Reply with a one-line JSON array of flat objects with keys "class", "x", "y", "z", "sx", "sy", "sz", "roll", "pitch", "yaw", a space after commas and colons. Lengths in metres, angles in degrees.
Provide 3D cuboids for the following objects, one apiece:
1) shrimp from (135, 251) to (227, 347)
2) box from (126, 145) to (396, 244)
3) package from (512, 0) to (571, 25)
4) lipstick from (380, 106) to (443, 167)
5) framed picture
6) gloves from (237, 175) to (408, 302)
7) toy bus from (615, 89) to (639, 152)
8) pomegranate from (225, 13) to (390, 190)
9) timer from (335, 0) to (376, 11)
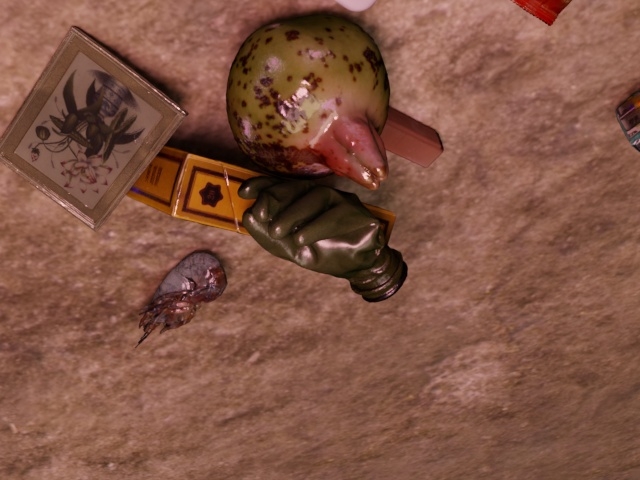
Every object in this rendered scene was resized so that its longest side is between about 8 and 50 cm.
[{"class": "shrimp", "x": -0.219, "y": 0.097, "z": 1.602, "sx": 0.233, "sy": 0.079, "sz": 0.090, "roll": -44, "pitch": 168, "yaw": 33}, {"class": "box", "x": -0.080, "y": -0.047, "z": 1.390, "sx": 0.301, "sy": 0.193, "sz": 0.084, "roll": 15, "pitch": 91, "yaw": -29}, {"class": "package", "x": 0.323, "y": -0.352, "z": 1.295, "sx": 0.083, "sy": 0.022, "sz": 0.200, "roll": 21, "pitch": 127, "yaw": -34}, {"class": "lipstick", "x": 0.100, "y": -0.148, "z": 1.440, "sx": 0.145, "sy": 0.045, "sz": 0.045, "roll": 22, "pitch": 130, "yaw": -34}, {"class": "framed picture", "x": -0.292, "y": -0.132, "z": 1.324, "sx": 0.173, "sy": 0.010, "sz": 0.231, "roll": 36, "pitch": 122, "yaw": -9}, {"class": "gloves", "x": 0.002, "y": -0.010, "z": 1.266, "sx": 0.135, "sy": 0.107, "sz": 0.268, "roll": -22, "pitch": 146, "yaw": 32}, {"class": "toy bus", "x": 0.521, "y": -0.128, "z": 1.529, "sx": 0.091, "sy": 0.109, "sz": 0.262, "roll": -38, "pitch": 135, "yaw": 22}, {"class": "pomegranate", "x": 0.006, "y": -0.149, "z": 1.267, "sx": 0.214, "sy": 0.248, "sz": 0.214, "roll": -29, "pitch": 148, "yaw": -20}, {"class": "timer", "x": 0.017, "y": -0.383, "z": 1.052, "sx": 0.194, "sy": 0.195, "sz": 0.192, "roll": 26, "pitch": 125, "yaw": -35}]
